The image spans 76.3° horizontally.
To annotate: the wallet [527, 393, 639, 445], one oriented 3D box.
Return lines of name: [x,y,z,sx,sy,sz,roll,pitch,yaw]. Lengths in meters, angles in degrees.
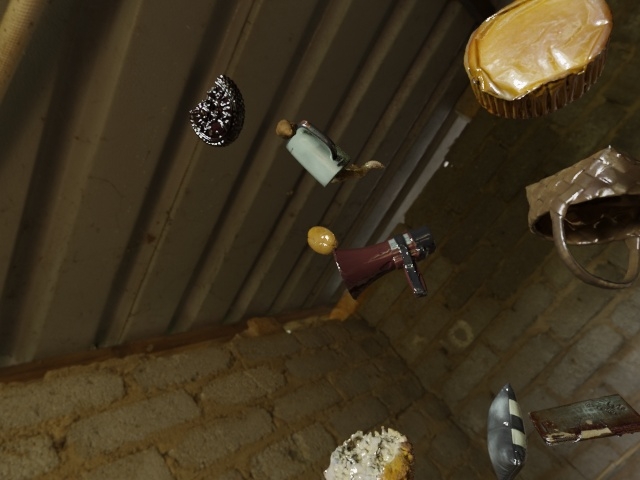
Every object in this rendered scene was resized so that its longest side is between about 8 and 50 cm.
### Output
wallet: [0.653,0.440,1.007,0.233,0.031,0.122,-15,11,9]

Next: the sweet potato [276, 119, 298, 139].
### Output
sweet potato: [-0.097,-0.326,1.196,0.068,0.206,0.059,-16,-70,-2]

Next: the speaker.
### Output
speaker: [0.216,0.071,1.325,0.330,0.198,0.259,-22,16,14]

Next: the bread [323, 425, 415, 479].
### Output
bread: [0.154,0.656,1.160,0.274,0.149,0.274,-29,6,3]

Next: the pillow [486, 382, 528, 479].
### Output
pillow: [0.565,0.585,1.245,0.249,0.106,0.185,-72,-18,-46]

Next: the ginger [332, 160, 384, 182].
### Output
ginger: [0.140,-0.313,1.820,0.289,0.089,0.075,-12,-13,20]

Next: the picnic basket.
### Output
picnic basket: [0.717,-0.025,1.053,0.293,0.337,0.337,17,-60,-15]

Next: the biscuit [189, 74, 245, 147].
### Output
biscuit: [-0.132,-0.163,0.518,0.027,0.087,0.089,-29,-57,-54]

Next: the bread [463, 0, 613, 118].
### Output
bread: [0.334,-0.285,0.636,0.199,0.199,0.104,-51,-35,7]

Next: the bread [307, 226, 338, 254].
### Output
bread: [0.000,0.000,1.724,0.078,0.189,0.114,-21,-65,-33]

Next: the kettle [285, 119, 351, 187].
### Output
kettle: [-0.007,-0.374,1.682,0.165,0.255,0.240,-45,1,-18]
